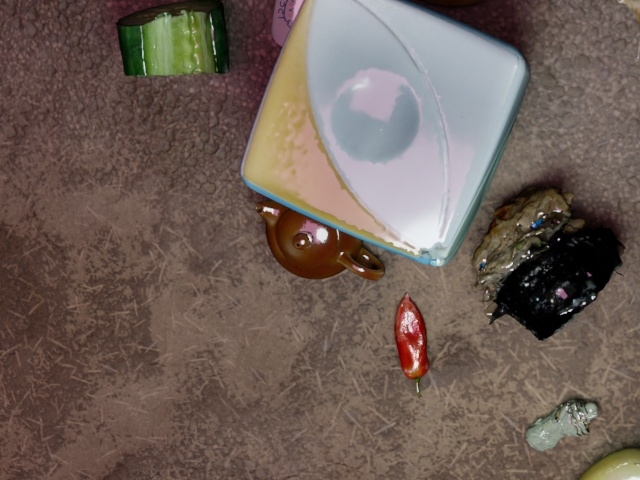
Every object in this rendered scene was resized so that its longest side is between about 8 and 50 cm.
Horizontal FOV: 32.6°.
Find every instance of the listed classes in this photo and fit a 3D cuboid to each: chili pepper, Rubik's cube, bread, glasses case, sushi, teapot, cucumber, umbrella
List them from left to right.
[{"bbox_3d":[-0.254,-0.344,1.882,0.191,0.191,0.130,-2,102,18],"label":"cucumber"},{"bbox_3d":[-0.034,-0.422,1.858,0.076,0.049,0.197,17,109,12],"label":"glasses case"},{"bbox_3d":[0.000,0.000,1.921,0.252,0.135,0.178,33,115,7],"label":"teapot"},{"bbox_3d":[0.108,-0.177,1.692,0.352,0.351,0.347,24,95,11],"label":"Rubik's cube"},{"bbox_3d":[0.164,0.189,1.967,0.059,0.050,0.191,-6,91,22],"label":"chili pepper"},{"bbox_3d":[0.356,0.029,1.780,0.238,0.225,0.219,-39,81,-10],"label":"sushi"},{"bbox_3d":[0.424,0.322,1.918,0.143,0.062,0.067,-33,62,29],"label":"umbrella"},{"bbox_3d":[0.523,0.440,1.880,0.261,0.158,0.156,-34,83,23],"label":"bread"}]

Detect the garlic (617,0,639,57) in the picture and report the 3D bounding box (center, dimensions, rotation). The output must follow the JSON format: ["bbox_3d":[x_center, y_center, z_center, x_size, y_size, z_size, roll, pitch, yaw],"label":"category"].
[{"bbox_3d":[0.458,-0.460,1.628,0.151,0.196,0.338,0,113,31],"label":"garlic"}]

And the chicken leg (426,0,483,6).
[{"bbox_3d":[0.232,-0.470,1.756,0.322,0.083,0.177,-45,80,21],"label":"chicken leg"}]
